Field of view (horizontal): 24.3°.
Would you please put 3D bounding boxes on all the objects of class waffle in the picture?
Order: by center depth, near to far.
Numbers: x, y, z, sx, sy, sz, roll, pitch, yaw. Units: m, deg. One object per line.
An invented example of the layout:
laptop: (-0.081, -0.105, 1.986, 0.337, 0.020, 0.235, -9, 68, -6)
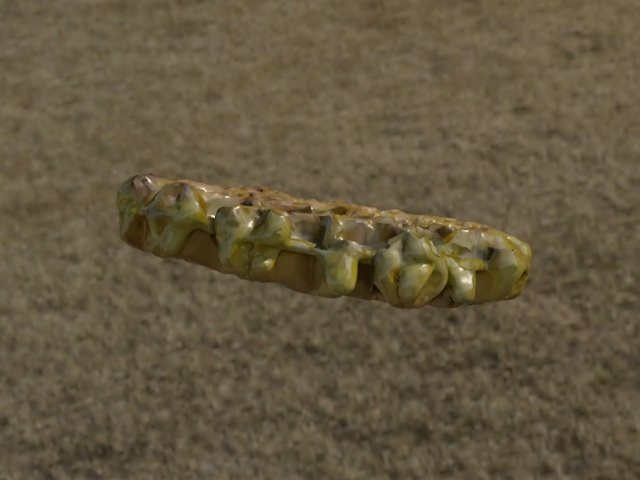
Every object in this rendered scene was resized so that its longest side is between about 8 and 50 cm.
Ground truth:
waffle: (0.003, 0.001, 0.646, 0.191, 0.038, 0.191, 9, 2, 0)
